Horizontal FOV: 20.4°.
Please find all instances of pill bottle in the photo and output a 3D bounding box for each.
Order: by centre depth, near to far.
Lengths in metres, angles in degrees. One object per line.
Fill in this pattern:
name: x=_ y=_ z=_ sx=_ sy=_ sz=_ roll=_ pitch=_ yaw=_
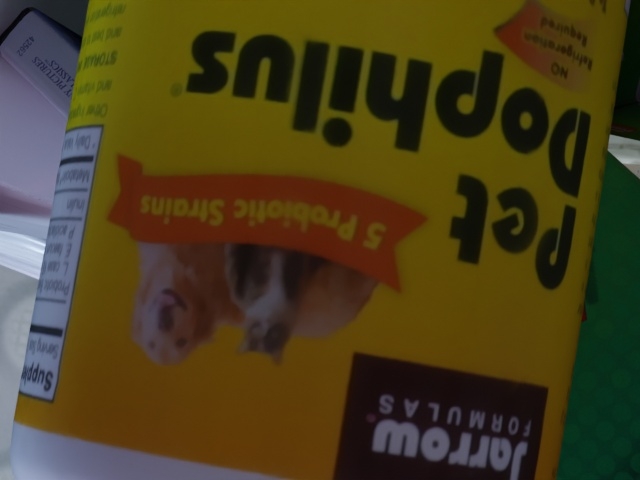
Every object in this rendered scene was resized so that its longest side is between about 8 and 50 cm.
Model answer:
pill bottle: x=0.000 y=0.000 z=0.388 sx=0.117 sy=0.215 sz=0.117 roll=9 pitch=176 yaw=1

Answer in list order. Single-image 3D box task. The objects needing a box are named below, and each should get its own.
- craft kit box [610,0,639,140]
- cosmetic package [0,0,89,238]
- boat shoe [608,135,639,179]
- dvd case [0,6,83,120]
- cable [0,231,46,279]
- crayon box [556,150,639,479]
craft kit box: x=0.224 y=-0.040 z=0.455 sx=0.249 sy=0.061 sz=0.246 roll=11 pitch=173 yaw=-14
cosmetic package: x=-0.217 y=-0.071 z=0.718 sx=0.284 sy=0.097 sz=0.377 roll=10 pitch=176 yaw=17
boat shoe: x=0.179 y=0.009 z=0.789 sx=0.121 sy=0.110 sz=0.341 roll=12 pitch=175 yaw=-28
dvd case: x=0.009 y=0.024 z=0.632 sx=0.253 sy=0.022 sz=0.180 roll=43 pitch=-176 yaw=17
cable: x=-0.130 y=-0.007 z=1.131 sx=0.257 sy=0.089 sz=0.257 roll=20 pitch=174 yaw=0
crayon box: x=0.056 y=0.000 z=0.586 sx=0.165 sy=0.081 sz=0.278 roll=42 pitch=-175 yaw=9
